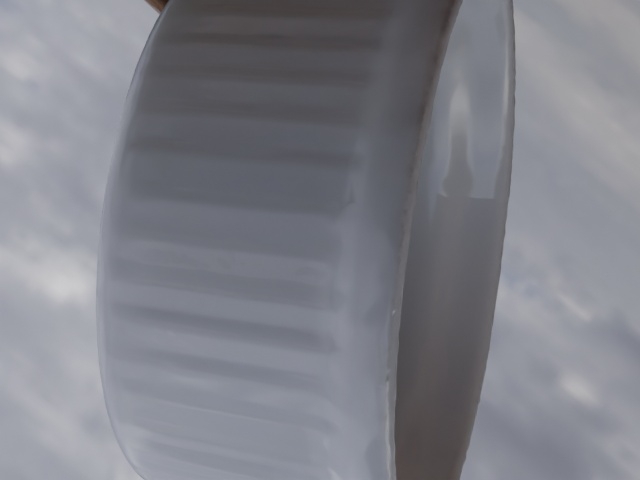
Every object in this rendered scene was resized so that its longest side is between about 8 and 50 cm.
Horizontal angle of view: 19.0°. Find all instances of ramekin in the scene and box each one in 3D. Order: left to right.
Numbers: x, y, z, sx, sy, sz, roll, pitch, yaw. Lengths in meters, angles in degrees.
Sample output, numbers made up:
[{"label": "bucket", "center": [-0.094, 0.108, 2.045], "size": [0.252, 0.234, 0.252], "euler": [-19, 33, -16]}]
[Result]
[{"label": "ramekin", "center": [0.000, 0.000, 0.871], "size": [0.135, 0.277, 0.277], "euler": [7, -170, 13]}]

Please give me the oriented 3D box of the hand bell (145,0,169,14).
[{"label": "hand bell", "center": [-0.112, -0.173, 1.295], "size": [0.242, 0.126, 0.126], "euler": [46, -163, 20]}]
